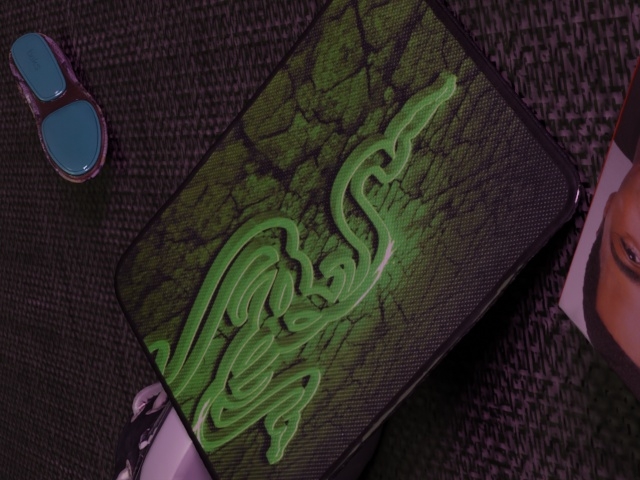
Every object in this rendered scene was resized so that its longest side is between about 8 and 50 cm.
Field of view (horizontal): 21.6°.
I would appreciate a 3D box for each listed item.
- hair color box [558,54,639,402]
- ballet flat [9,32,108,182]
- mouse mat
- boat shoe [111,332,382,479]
[{"bbox_3d":[0.115,-0.015,0.452,0.072,0.043,0.141,53,146,39],"label":"hair color box"},{"bbox_3d":[-0.148,-0.073,0.984,0.114,0.041,0.041,62,150,31],"label":"ballet flat"},{"bbox_3d":[0.000,0.000,0.628,0.190,0.007,0.153,-50,50,21],"label":"mouse mat"},{"bbox_3d":[-0.051,0.106,0.787,0.102,0.108,0.301,61,157,29],"label":"boat shoe"}]
